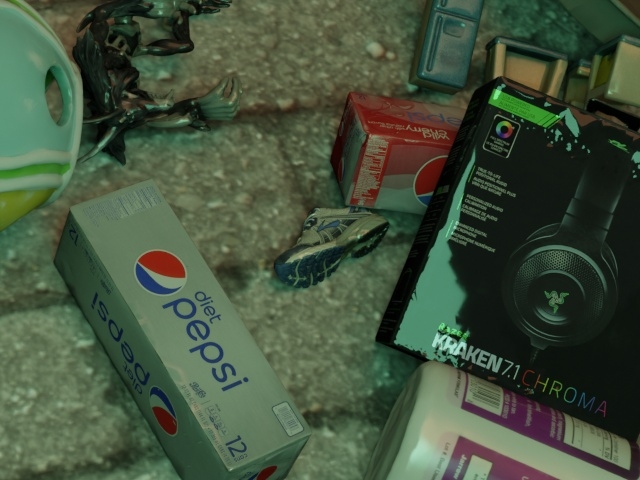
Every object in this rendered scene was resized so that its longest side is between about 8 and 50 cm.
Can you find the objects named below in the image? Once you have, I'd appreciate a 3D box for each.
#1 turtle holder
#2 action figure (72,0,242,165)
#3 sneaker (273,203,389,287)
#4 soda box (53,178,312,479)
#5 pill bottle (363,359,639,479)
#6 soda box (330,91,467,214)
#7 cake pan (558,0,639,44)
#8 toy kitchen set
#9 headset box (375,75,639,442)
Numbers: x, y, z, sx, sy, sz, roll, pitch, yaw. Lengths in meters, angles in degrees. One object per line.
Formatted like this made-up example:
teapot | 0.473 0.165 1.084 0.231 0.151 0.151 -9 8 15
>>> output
turtle holder | -0.326 -0.088 1.693 0.227 0.243 0.320 13 43 -32
action figure | -0.154 -0.183 1.863 0.141 0.164 0.276 -2 44 17
sneaker | 0.000 0.000 1.870 0.135 0.052 0.058 -25 59 -39
soda box | -0.126 0.091 1.728 0.091 0.098 0.286 -22 67 -29
pill bottle | 0.196 0.234 1.704 0.301 0.169 0.169 23 53 -3
soda box | 0.149 -0.075 1.928 0.263 0.083 0.092 7 30 -16
cake pan | 0.299 -0.299 2.092 0.293 0.054 0.293 36 30 -25
toy kitchen set | 0.218 -0.205 1.982 0.207 0.166 0.122 14 82 -10
headset box | 0.219 0.010 1.804 0.246 0.131 0.283 23 86 -4
